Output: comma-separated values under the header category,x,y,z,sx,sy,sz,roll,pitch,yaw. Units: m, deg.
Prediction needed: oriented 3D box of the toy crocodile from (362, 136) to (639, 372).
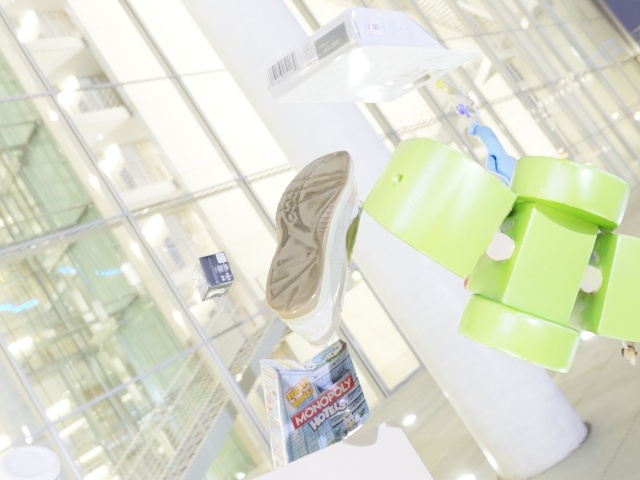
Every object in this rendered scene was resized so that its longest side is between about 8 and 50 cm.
category,x,y,z,sx,sy,sz,roll,pitch,yaw
toy crocodile,0.188,0.030,0.424,0.105,0.340,0.115,-157,85,-79

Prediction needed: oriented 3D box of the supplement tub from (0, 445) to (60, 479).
category,x,y,z,sx,sy,sz,roll,pitch,yaw
supplement tub,-0.348,0.306,0.809,0.071,0.071,0.107,-21,-53,-58

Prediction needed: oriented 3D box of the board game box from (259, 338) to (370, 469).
category,x,y,z,sx,sy,sz,roll,pitch,yaw
board game box,-0.013,0.253,1.098,0.194,0.194,0.060,-30,26,-26

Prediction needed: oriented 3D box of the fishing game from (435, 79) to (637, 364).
category,x,y,z,sx,sy,sz,roll,pitch,yaw
fishing game,0.177,-0.020,0.578,0.041,0.264,0.189,-36,-6,22

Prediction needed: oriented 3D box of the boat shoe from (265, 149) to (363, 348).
category,x,y,z,sx,sy,sz,roll,pitch,yaw
boat shoe,0.002,0.000,0.470,0.056,0.048,0.153,-16,42,23

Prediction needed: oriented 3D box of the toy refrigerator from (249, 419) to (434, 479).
category,x,y,z,sx,sy,sz,roll,pitch,yaw
toy refrigerator,-0.016,0.302,0.733,0.269,0.102,0.094,-16,-39,-26

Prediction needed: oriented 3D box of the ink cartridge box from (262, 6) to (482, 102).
category,x,y,z,sx,sy,sz,roll,pitch,yaw
ink cartridge box,0.069,-0.240,0.916,0.232,0.066,0.189,-15,-2,-40

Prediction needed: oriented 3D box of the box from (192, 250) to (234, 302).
category,x,y,z,sx,sy,sz,roll,pitch,yaw
box,-0.199,0.068,1.263,0.052,0.062,0.083,-14,-20,-26
